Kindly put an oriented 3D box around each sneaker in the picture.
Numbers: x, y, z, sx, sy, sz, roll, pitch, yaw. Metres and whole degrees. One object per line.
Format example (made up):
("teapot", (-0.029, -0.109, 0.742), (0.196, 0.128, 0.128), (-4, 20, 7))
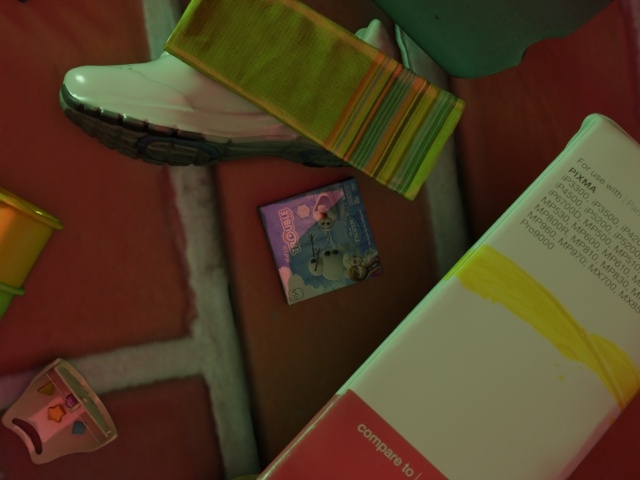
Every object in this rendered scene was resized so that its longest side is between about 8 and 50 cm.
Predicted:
("sneaker", (-0.070, -0.129, 1.158), (0.297, 0.111, 0.129), (0, 82, -19))

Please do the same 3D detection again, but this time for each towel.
("towel", (-0.001, -0.132, 1.115), (0.237, 0.021, 0.102), (31, 69, -9))

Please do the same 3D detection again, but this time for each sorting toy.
("sorting toy", (-0.224, 0.148, 1.162), (0.075, 0.045, 0.083), (-35, 100, -1))

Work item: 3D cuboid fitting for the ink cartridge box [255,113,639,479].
("ink cartridge box", (0.119, 0.123, 1.056), (0.160, 0.279, 0.384), (42, 70, 8))

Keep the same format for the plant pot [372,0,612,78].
("plant pot", (0.094, -0.327, 1.068), (0.341, 0.341, 0.334), (-45, 109, -6))

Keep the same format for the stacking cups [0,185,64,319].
("stacking cups", (-0.325, 0.100, 1.107), (0.096, 0.096, 0.316), (31, 87, -12))

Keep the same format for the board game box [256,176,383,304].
("board game box", (0.000, 0.000, 1.210), (0.090, 0.020, 0.090), (-18, 97, -9))

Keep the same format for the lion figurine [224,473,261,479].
("lion figurine", (-0.103, 0.326, 1.167), (0.240, 0.142, 0.392), (33, 72, -5))

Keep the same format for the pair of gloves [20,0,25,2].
("pair of gloves", (-0.240, -0.303, 1.138), (0.198, 0.023, 0.159), (-43, 101, -6))
